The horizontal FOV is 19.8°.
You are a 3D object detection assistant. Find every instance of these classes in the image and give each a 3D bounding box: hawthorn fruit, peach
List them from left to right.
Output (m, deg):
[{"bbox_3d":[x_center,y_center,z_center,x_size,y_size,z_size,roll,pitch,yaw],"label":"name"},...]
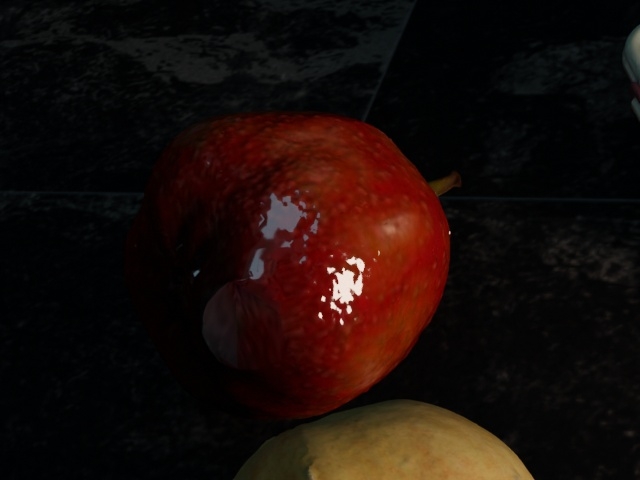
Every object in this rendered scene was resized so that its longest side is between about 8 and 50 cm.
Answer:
[{"bbox_3d":[0.000,0.000,1.305,0.266,0.210,0.230,-28,35,-23],"label":"hawthorn fruit"},{"bbox_3d":[0.041,0.208,1.073,0.233,0.232,0.232,-14,44,14],"label":"peach"}]

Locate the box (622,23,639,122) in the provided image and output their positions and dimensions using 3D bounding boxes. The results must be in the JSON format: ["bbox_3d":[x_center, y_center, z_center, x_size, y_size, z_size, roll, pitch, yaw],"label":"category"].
[{"bbox_3d":[0.368,-0.085,1.224,0.294,0.167,0.193,-22,44,5],"label":"box"}]
